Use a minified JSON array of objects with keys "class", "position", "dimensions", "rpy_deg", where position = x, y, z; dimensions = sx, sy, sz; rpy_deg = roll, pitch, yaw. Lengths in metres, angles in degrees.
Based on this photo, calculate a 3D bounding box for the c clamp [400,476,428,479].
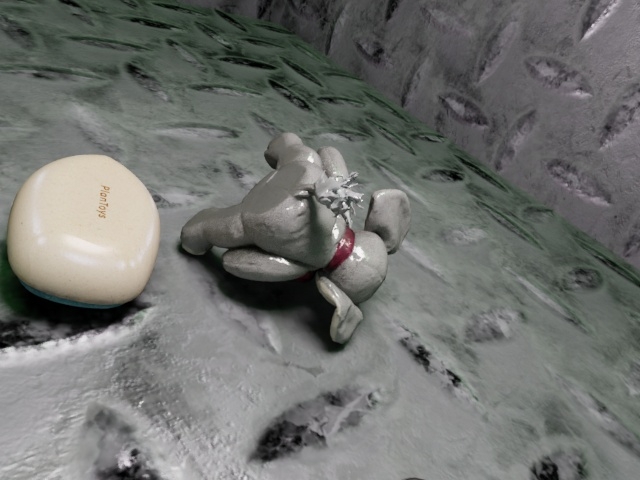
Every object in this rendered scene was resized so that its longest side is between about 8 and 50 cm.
[{"class":"c clamp","position":[0.148,0.347,0.587],"dimensions":[0.137,0.022,0.160],"rpy_deg":[11,34,-14]}]

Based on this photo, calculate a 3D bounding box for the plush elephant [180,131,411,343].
[{"class":"plush elephant","position":[0.000,0.000,0.826],"dimensions":[0.330,0.255,0.272],"rpy_deg":[11,55,51]}]

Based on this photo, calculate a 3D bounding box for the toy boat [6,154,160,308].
[{"class":"toy boat","position":[-0.378,-0.028,0.693],"dimensions":[0.318,0.148,0.267],"rpy_deg":[19,35,-25]}]
